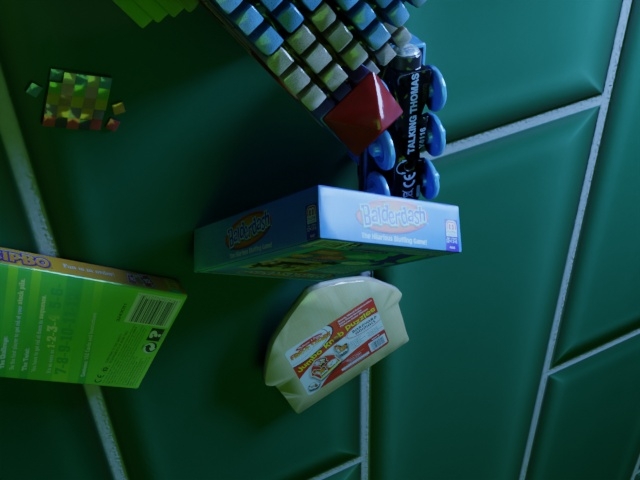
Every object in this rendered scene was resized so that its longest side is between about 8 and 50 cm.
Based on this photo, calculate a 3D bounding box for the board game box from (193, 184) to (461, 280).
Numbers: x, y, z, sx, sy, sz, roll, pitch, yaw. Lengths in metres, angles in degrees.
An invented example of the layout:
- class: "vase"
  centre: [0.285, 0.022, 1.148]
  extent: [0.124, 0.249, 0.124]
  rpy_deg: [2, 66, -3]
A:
- class: "board game box"
  centre: [0.000, 0.000, 0.750]
  extent: [0.160, 0.210, 0.047]
  rpy_deg: [6, 77, -37]

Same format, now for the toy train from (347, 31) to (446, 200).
- class: "toy train"
  centre: [0.066, -0.109, 0.761]
  extent: [0.080, 0.105, 0.184]
  rpy_deg: [-17, 131, -17]

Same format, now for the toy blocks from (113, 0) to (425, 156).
- class: "toy blocks"
  centre: [-0.045, -0.191, 0.513]
  extent: [0.191, 0.261, 0.381]
  rpy_deg: [-44, 136, 5]

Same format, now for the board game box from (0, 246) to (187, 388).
- class: "board game box"
  centre: [-0.263, 0.073, 0.741]
  extent: [0.259, 0.039, 0.124]
  rpy_deg: [13, 115, -42]

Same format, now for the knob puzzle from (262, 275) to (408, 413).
- class: "knob puzzle"
  centre: [0.010, 0.106, 0.944]
  extent: [0.213, 0.030, 0.213]
  rpy_deg: [-20, 136, -21]

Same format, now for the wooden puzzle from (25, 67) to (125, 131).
- class: "wooden puzzle"
  centre: [-0.199, -0.114, 0.654]
  extent: [0.083, 0.006, 0.049]
  rpy_deg: [1, 123, -34]
